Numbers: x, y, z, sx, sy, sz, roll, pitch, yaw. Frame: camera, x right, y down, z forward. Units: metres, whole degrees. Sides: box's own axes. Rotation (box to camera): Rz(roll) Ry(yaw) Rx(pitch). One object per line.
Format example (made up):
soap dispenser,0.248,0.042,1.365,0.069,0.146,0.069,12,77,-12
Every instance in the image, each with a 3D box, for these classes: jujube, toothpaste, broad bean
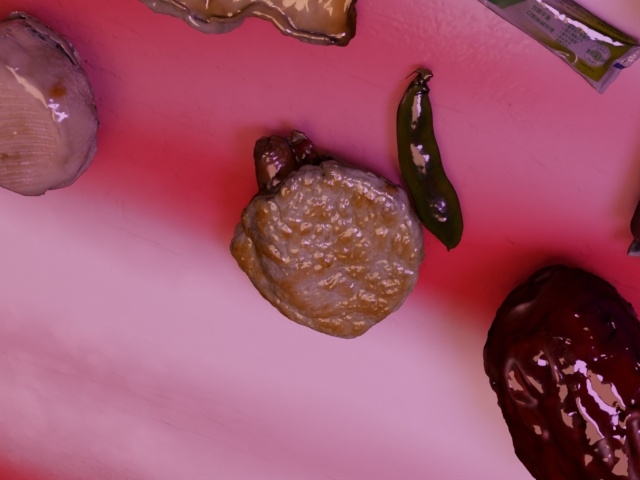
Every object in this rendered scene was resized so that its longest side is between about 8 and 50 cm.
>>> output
jujube,0.350,0.219,1.201,0.258,0.258,0.376,-31,104,30
toothpaste,0.241,-0.254,1.047,0.248,0.046,0.078,31,130,-8
broad bean,0.133,-0.091,1.182,0.065,0.046,0.254,-12,118,8

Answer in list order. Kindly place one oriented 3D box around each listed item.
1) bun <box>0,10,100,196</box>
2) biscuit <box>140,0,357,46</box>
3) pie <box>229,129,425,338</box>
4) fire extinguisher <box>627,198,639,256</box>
bun,-0.387,-0.182,1.216,0.239,0.141,0.239,11,129,15
biscuit,-0.096,-0.336,1.073,0.329,0.078,0.335,-35,108,29
pie,0.008,0.006,1.243,0.257,0.105,0.274,23,127,5
fire extinguisher,0.430,-0.058,1.085,0.105,0.104,0.268,15,124,6
